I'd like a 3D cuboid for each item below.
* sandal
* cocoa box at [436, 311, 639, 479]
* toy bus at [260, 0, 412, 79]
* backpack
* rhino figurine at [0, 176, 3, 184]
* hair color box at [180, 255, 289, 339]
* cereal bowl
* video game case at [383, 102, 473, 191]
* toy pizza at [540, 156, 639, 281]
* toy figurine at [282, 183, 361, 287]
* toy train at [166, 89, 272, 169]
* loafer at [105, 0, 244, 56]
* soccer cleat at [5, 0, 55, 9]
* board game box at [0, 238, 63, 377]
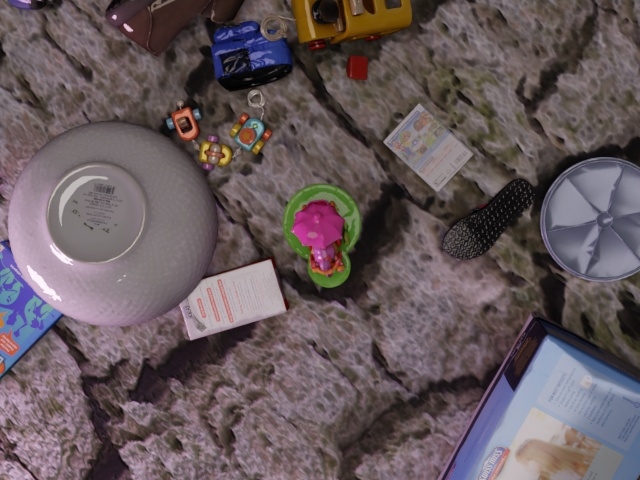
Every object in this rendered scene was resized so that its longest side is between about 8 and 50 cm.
[{"bbox_3d":[0.272,-0.032,1.903,0.179,0.040,0.067,-39,97,-8],"label":"sandal"},{"bbox_3d":[0.354,0.324,1.828,0.231,0.228,0.347,28,96,1],"label":"cocoa box"},{"bbox_3d":[0.042,-0.359,1.825,0.191,0.104,0.202,34,76,-19],"label":"toy bus"},{"bbox_3d":[-0.108,-0.298,1.872,0.120,0.098,0.101,-10,91,6],"label":"backpack"},{"bbox_3d":[-0.601,-0.158,1.933,0.106,0.073,0.243,-30,94,2],"label":"rhino figurine"},{"bbox_3d":[-0.145,0.094,1.932,0.167,0.053,0.093,-16,93,4],"label":"hair color box"},{"bbox_3d":[-0.340,-0.032,1.861,0.339,0.141,0.339,-1,84,5],"label":"cereal bowl"},{"bbox_3d":[0.175,-0.150,1.908,0.122,0.011,0.087,43,97,-1],"label":"video game case"},{"bbox_3d":[0.453,-0.034,1.888,0.201,0.032,0.201,0,96,3],"label":"toy pizza"},{"bbox_3d":[0.000,0.000,1.859,0.130,0.159,0.173,-8,95,5],"label":"toy figurine"},{"bbox_3d":[-0.164,-0.183,1.912,0.166,0.046,0.125,-15,94,6],"label":"toy train"},{"bbox_3d":[-0.163,-0.418,1.866,0.366,0.134,0.130,-29,116,16],"label":"loafer"},{"bbox_3d":[-0.458,-0.516,1.882,0.121,0.093,0.289,16,95,9],"label":"soccer cleat"},{"bbox_3d":[-0.543,0.128,1.965,0.160,0.047,0.210,44,97,-1],"label":"board game box"}]
